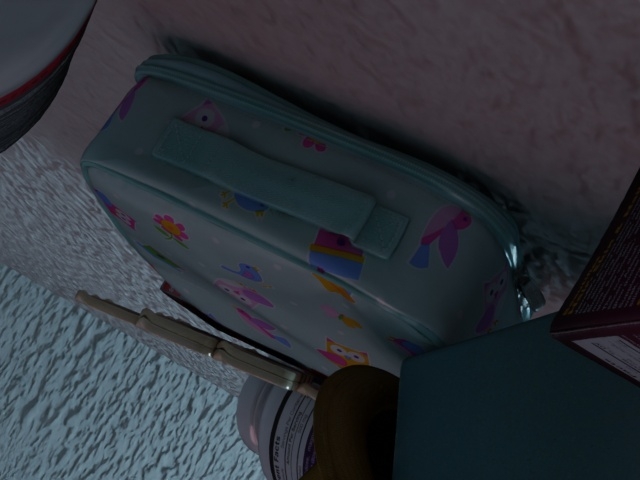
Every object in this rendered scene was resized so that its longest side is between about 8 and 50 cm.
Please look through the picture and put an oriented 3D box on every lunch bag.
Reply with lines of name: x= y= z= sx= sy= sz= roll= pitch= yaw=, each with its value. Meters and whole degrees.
lunch bag: x=0.000 y=0.000 z=0.910 sx=0.279 sy=0.108 sz=0.224 roll=24 pitch=161 yaw=22

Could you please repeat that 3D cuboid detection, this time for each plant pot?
plant pot: x=0.176 y=0.126 z=0.721 sx=0.234 sy=0.165 sz=0.166 roll=-26 pitch=130 yaw=35

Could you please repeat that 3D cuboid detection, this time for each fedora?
fedora: x=0.044 y=0.165 z=0.824 sx=0.194 sy=0.079 sz=0.194 roll=40 pitch=-151 yaw=-28

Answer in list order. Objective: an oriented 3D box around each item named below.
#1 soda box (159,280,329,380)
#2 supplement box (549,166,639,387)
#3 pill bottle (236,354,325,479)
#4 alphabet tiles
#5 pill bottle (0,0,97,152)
soda box: x=-0.015 y=0.064 z=1.297 sx=0.263 sy=0.083 sz=0.092 roll=21 pitch=167 yaw=42
supplement box: x=0.164 y=0.004 z=0.508 sx=0.081 sy=0.104 sz=0.188 roll=31 pitch=169 yaw=-6
pill bottle: x=0.062 y=0.213 z=1.498 sx=0.323 sy=0.181 sz=0.181 roll=20 pitch=164 yaw=46
alphabet tiles: x=-0.079 y=0.102 z=1.341 sx=0.278 sy=0.021 sz=0.284 roll=22 pitch=176 yaw=5
pill bottle: x=-0.201 y=-0.123 z=0.715 sx=0.176 sy=0.176 sz=0.318 roll=33 pitch=169 yaw=-9
